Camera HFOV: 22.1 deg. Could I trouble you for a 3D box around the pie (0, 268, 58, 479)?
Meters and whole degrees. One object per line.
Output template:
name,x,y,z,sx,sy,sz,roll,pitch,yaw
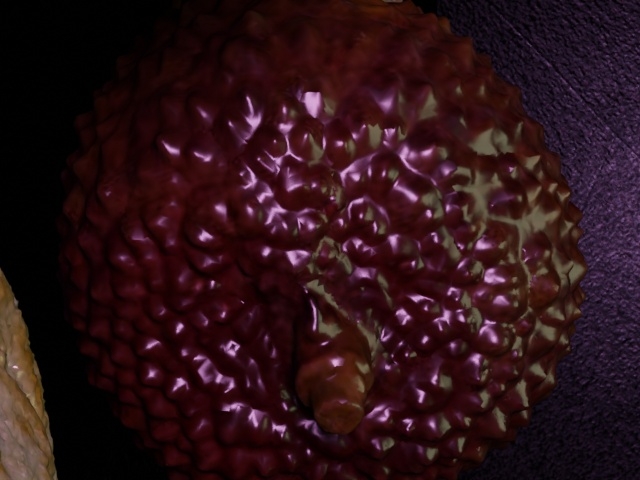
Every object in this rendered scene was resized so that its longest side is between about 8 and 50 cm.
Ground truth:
pie,-0.146,0.104,0.523,0.274,0.105,0.257,-18,102,-80

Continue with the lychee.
lychee,0.000,0.000,0.838,0.304,0.275,0.276,-103,-171,-62

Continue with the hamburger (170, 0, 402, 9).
hamburger,-0.040,-0.113,1.053,0.206,0.130,0.183,-40,141,-55
